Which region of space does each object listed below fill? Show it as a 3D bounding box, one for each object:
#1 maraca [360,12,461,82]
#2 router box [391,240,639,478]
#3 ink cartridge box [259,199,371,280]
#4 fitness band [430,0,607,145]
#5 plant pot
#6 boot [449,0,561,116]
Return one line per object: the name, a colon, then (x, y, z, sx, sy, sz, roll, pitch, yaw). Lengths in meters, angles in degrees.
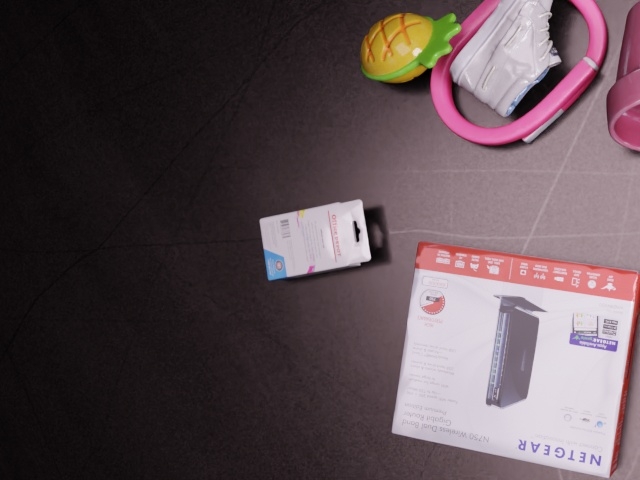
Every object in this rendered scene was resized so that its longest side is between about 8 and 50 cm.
maraca: (0.138, -0.302, 1.762, 0.185, 0.099, 0.127, -1, 58, 45)
router box: (0.295, 0.171, 1.698, 0.335, 0.082, 0.301, 8, 90, 22)
ink cartridge box: (0.000, 0.000, 1.835, 0.181, 0.061, 0.104, -11, 84, 21)
fitness band: (0.302, -0.275, 1.736, 0.291, 0.054, 0.209, -45, 73, 13)
plant pot: (0.501, -0.242, 1.590, 0.201, 0.201, 0.180, -6, 69, 21)
boot: (0.314, -0.307, 1.668, 0.123, 0.095, 0.258, 42, 110, 15)
